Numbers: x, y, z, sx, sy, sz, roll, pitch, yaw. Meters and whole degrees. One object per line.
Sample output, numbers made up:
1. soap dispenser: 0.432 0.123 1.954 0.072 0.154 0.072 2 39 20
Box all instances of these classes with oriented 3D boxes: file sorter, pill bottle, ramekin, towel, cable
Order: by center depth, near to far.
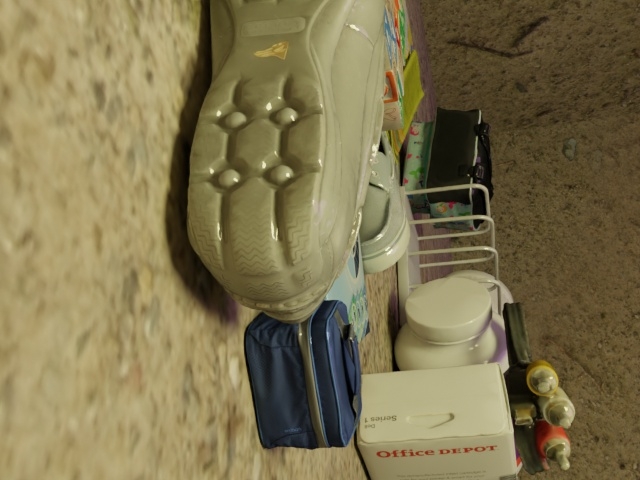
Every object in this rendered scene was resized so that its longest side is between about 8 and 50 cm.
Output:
1. cable: 0.267 0.174 0.850 0.287 0.072 0.140 -50 128 -68
2. pill bottle: 0.215 0.225 1.071 0.182 0.181 0.323 -74 154 -58
3. towel: 0.151 -0.243 1.246 0.237 0.021 0.102 -65 152 -43
4. file sorter: 0.238 0.058 1.267 0.193 0.172 0.278 64 24 -57
5. ramekin: 0.351 0.183 1.638 0.109 0.207 0.207 -61 143 -54

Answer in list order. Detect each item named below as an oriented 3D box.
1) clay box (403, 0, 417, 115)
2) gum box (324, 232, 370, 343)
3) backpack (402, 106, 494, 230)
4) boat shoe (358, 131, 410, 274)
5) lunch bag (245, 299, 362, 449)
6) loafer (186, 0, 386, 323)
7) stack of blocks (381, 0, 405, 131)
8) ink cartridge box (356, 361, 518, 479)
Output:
1. clay box: 0.157 -0.354 1.367 0.222 0.053 0.128 70 21 -51
2. gum box: 0.000 0.000 0.567 0.157 0.041 0.185 -14 97 -77
3. backpack: 0.277 -0.136 1.463 0.253 0.190 0.225 40 56 -60
4. boat shoe: 0.041 -0.060 0.718 0.228 0.079 0.081 -88 157 -51
5. lunch bag: -0.005 0.083 0.453 0.067 0.065 0.099 -49 132 -72
6. loafer: -0.013 -0.104 0.435 0.111 0.111 0.320 71 25 -59
7. stack of blocks: 0.038 -0.257 0.742 0.171 0.087 0.297 64 24 -57
8. ink cartridge box: 0.139 0.242 0.786 0.093 0.160 0.220 -85 163 -46
